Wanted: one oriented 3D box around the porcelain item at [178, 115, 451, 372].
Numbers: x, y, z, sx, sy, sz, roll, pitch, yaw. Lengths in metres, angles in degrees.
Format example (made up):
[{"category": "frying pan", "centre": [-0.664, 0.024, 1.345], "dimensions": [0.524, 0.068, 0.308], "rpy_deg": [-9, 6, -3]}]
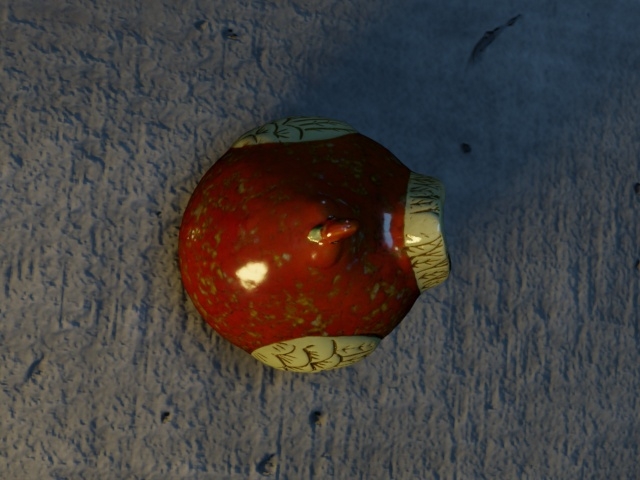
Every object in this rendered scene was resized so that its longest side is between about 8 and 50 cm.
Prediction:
[{"category": "porcelain item", "centre": [0.000, 0.000, 1.442], "dimensions": [0.253, 0.253, 0.253], "rpy_deg": [2, 85, -25]}]
